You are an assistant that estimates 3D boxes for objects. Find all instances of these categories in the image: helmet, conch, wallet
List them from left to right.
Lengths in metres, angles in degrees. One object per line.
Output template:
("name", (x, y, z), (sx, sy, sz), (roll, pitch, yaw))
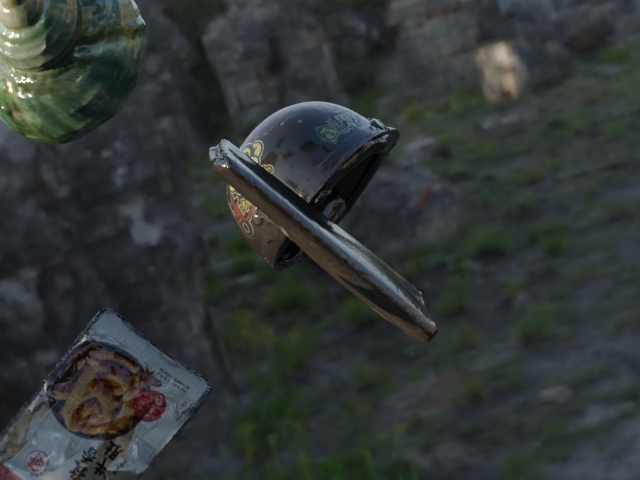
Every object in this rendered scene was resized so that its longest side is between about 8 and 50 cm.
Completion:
("conch", (-0.319, -0.237, 2.013), (0.220, 0.195, 0.277), (-8, -21, 6))
("helmet", (-0.026, -0.096, 2.231), (0.279, 0.160, 0.230), (-44, -12, -51))
("wallet", (0.000, 0.000, 1.941), (0.044, 0.321, 0.170), (-50, 12, 8))

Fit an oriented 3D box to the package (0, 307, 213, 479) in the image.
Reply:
("package", (-0.241, 0.202, 1.782), (0.239, 0.154, 0.030), (-53, -3, -21))
